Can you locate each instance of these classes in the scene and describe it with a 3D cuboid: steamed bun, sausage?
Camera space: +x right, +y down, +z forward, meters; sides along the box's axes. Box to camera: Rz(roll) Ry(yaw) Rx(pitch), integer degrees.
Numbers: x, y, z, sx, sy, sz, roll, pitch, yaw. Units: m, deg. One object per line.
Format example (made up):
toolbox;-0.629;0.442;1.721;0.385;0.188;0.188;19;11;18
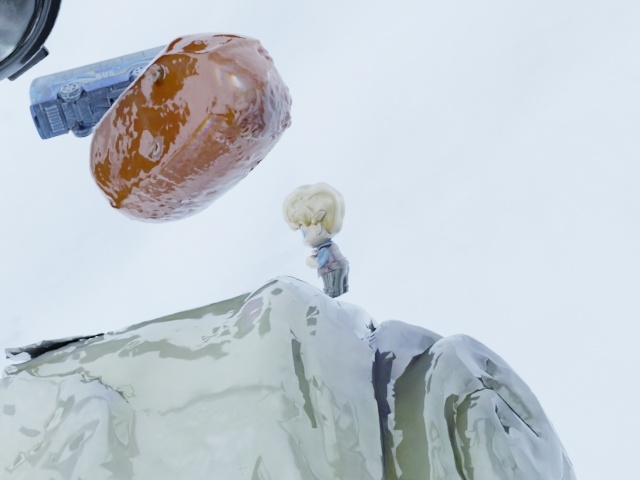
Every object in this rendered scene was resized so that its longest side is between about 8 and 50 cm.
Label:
steamed bun;0.022;0.158;0.422;0.394;0.346;0.237;41;96;-18
sausage;-0.145;-0.115;0.916;0.268;0.141;0.153;-36;78;37

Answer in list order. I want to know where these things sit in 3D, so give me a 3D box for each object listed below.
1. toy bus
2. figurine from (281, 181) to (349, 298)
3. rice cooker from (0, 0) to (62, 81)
toy bus;-0.313;-0.222;1.273;0.236;0.094;0.079;-17;132;-11
figurine;0.000;0.000;1.436;0.108;0.114;0.196;-9;94;28
rice cooker;-0.367;-0.271;0.788;0.241;0.227;0.280;-33;131;5
